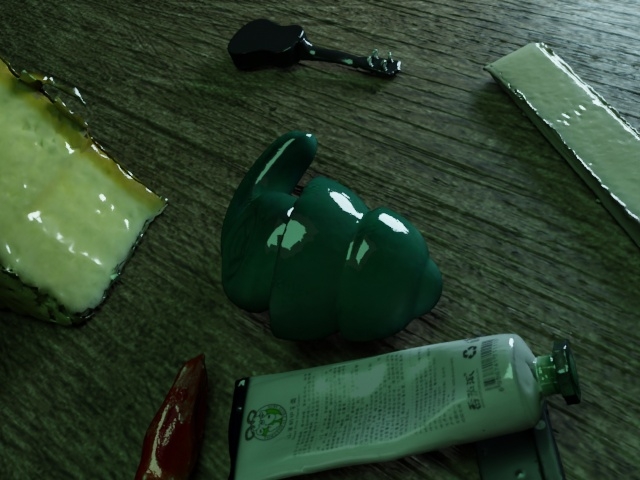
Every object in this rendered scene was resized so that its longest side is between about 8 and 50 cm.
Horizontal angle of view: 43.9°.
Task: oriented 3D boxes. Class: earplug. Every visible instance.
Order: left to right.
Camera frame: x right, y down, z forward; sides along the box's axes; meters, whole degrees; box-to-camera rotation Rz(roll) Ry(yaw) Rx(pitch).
[{"bbox_3d":[0.001,0.004,0.829,0.280,0.164,0.257,19,23,19],"label":"earplug"}]

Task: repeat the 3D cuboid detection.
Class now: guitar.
[{"bbox_3d":[-0.011,-0.264,1.108,0.271,0.038,0.084,15,60,30],"label":"guitar"}]

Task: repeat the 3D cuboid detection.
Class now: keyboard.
[{"bbox_3d":[0.171,0.214,0.651,0.072,0.023,0.231,-18,47,15],"label":"keyboard"}]

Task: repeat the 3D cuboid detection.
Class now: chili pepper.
[{"bbox_3d":[-0.143,0.191,0.759,0.050,0.059,0.191,-6,51,26],"label":"chili pepper"}]

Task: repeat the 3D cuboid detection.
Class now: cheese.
[{"bbox_3d":[0.304,-0.101,0.860,0.085,0.034,0.400,-22,48,-5],"label":"cheese"}]

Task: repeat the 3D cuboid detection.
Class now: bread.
[{"bbox_3d":[-0.360,-0.088,0.921,0.278,0.315,0.249,16,60,19],"label":"bread"}]

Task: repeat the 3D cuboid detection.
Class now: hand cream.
[{"bbox_3d":[0.057,0.147,0.710,0.335,0.076,0.121,-16,42,23],"label":"hand cream"}]
